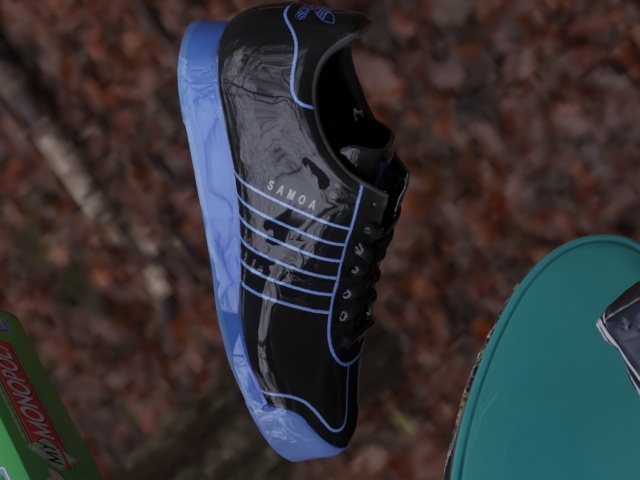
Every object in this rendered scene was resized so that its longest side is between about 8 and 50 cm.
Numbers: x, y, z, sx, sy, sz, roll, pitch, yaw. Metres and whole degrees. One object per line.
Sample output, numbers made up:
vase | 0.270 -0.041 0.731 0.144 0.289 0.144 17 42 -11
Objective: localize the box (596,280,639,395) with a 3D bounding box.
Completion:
box | 0.482 0.092 0.953 0.472 0.480 0.297 57 140 5

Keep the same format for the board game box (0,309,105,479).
board game box | -0.195 0.210 0.860 0.046 0.317 0.213 19 -164 -33

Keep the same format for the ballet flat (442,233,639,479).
ballet flat | 0.147 0.232 1.037 0.164 0.483 0.182 -6 141 18

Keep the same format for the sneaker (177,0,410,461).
sneaker | 0.000 0.000 0.917 0.090 0.081 0.232 -4 111 22
